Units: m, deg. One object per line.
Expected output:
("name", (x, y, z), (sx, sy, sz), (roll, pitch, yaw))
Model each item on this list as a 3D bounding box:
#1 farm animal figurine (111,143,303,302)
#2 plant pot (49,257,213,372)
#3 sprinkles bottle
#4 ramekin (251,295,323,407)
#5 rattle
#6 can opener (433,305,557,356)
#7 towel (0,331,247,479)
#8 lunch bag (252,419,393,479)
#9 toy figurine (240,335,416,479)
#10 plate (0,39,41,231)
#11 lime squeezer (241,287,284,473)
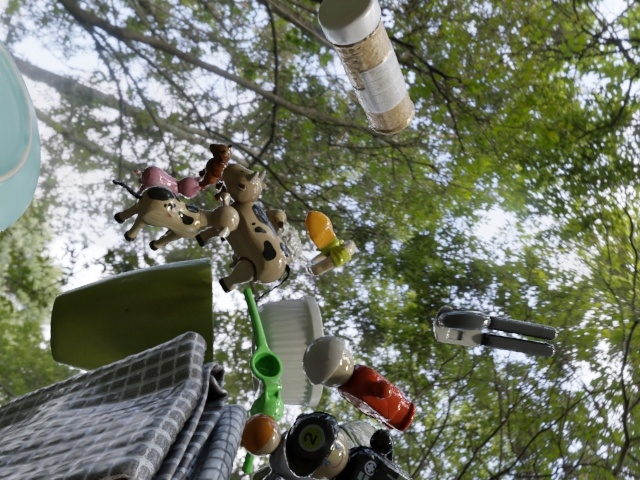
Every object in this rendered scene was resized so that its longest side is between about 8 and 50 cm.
("farm animal figurine", (-0.163, -0.043, 0.951), (0.172, 0.330, 0.326), (-30, -76, 28))
("plant pot", (-0.371, 0.173, 1.057), (0.275, 0.294, 0.274), (180, -90, -75))
("sprinkles bottle", (0.114, -0.385, 1.160), (0.121, 0.355, 0.121), (-11, -120, 20))
("ramekin", (-0.068, 0.208, 0.980), (0.207, 0.109, 0.207), (-179, -90, -77))
("rattle", (0.000, 0.000, 1.211), (0.143, 0.199, 0.130), (43, -77, -7))
("can opener", (0.375, 0.196, 1.097), (0.284, 0.095, 0.075), (11, -95, -9))
("towel", (-0.219, 0.199, 0.451), (0.284, 0.235, 0.121), (-20, -83, 3))
("lunch bag", (0.020, 0.614, 1.384), (0.305, 0.256, 0.212), (-38, -104, 22))
("toy figurine", (-0.007, 0.231, 0.553), (0.148, 0.213, 0.209), (39, -69, -12))
("plate", (-0.228, -0.092, 0.311), (0.024, 0.188, 0.188), (-13, -105, 10))
("lime squeezer", (-0.095, 0.234, 0.862), (0.110, 0.059, 0.310), (161, -72, -72))
